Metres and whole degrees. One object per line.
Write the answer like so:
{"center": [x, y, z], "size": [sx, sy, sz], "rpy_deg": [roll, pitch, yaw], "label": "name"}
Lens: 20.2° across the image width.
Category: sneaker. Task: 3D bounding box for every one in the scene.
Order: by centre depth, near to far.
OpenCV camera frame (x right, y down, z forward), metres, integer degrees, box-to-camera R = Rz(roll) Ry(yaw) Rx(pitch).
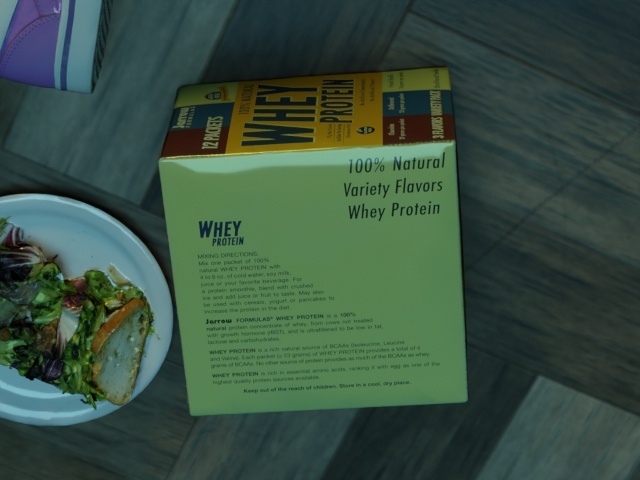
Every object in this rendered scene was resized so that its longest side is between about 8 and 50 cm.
{"center": [-0.206, -0.236, 1.182], "size": [0.161, 0.102, 0.282], "rpy_deg": [13, 116, -2], "label": "sneaker"}

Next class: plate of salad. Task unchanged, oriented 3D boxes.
{"center": [-0.211, 0.059, 1.354], "size": [0.200, 0.048, 0.199], "rpy_deg": [1, 117, 1], "label": "plate of salad"}

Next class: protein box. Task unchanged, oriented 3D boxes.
{"center": [0.000, 0.000, 1.272], "size": [0.200, 0.136, 0.201], "rpy_deg": [-3, 116, 3], "label": "protein box"}
